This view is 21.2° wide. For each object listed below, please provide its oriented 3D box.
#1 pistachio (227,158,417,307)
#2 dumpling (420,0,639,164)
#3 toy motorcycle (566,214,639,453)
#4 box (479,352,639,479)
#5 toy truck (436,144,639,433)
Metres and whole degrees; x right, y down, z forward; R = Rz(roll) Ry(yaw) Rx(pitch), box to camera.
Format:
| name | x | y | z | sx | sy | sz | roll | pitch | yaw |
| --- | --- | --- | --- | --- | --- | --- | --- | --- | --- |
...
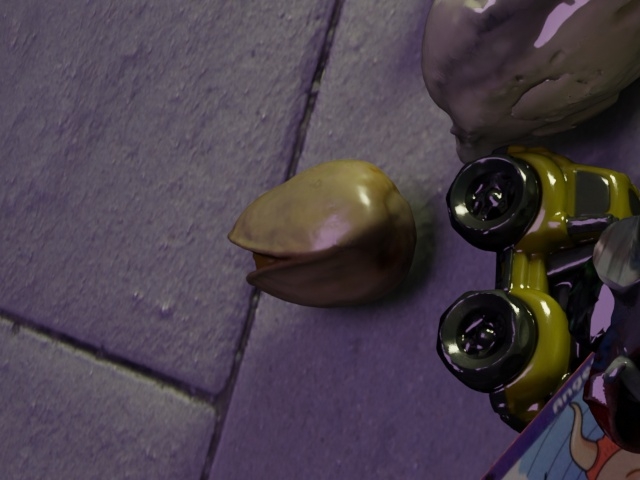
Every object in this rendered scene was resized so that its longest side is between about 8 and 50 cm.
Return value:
| name | x | y | z | sx | sy | sz | roll | pitch | yaw |
| --- | --- | --- | --- | --- | --- | --- | --- | --- | --- |
| pistachio | 0.000 | 0.000 | 1.529 | 0.206 | 0.131 | 0.129 | -17 | 89 | 48 |
| dumpling | 0.170 | -0.207 | 1.337 | 0.318 | 0.187 | 0.243 | -37 | 51 | 44 |
| toy motorcycle | 0.194 | 0.036 | 0.842 | 0.213 | 0.082 | 0.122 | -25 | 52 | 52 |
| box | 0.287 | 0.189 | 0.945 | 0.349 | 0.257 | 0.318 | -52 | 38 | 27 |
| toy truck | 0.188 | 0.036 | 1.268 | 0.165 | 0.147 | 0.224 | -8 | 64 | 27 |
